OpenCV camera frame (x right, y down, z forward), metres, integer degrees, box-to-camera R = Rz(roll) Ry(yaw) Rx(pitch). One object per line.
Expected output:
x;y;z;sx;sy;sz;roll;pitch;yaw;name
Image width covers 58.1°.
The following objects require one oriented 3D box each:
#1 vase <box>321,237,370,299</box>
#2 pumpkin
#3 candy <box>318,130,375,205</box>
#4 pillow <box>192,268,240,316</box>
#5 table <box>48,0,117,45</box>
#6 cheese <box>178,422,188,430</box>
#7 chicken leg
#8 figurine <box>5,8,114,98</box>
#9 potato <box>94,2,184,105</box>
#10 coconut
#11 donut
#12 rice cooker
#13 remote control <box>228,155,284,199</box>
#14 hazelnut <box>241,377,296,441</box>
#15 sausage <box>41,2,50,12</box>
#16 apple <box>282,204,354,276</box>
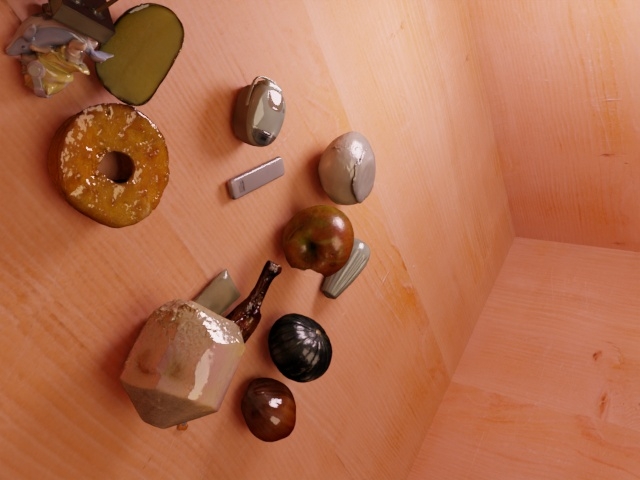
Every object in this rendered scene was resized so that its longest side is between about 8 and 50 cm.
0.093;0.113;2.224;0.248;0.128;0.128;-57;138;-17;vase
-0.080;0.372;1.989;0.250;0.216;0.250;54;23;-36;pumpkin
0.094;-0.262;2.091;0.295;0.185;0.296;8;90;-70;candy
-0.324;0.188;1.730;0.208;0.053;0.119;-52;137;-38;pillow
-0.491;-0.548;1.195;0.121;0.111;0.240;16;44;-53;table
-0.398;0.516;1.730;0.047;0.017;0.111;28;75;-49;cheese
-0.250;0.238;1.780;0.407;0.095;0.158;-54;160;-15;chicken leg
-0.552;-0.390;1.213;0.128;0.208;0.184;-105;-157;-65;figurine
-0.438;-0.440;1.394;0.160;0.111;0.272;26;72;-14;potato
-0.370;0.330;1.499;0.297;0.297;0.310;50;53;-46;coconut
-0.505;-0.180;1.365;0.302;0.110;0.303;-20;116;-50;donut
-0.186;-0.385;1.736;0.145;0.127;0.207;16;81;-54;rice cooker
-0.203;-0.202;1.836;0.261;0.029;0.067;-36;124;-47;remote control
-0.179;0.566;1.918;0.210;0.210;0.186;-28;149;-47;hazelnut
-0.581;-0.455;1.273;0.024;0.024;0.133;-42;129;-41;sausage
0.000;0.000;1.971;0.226;0.245;0.247;-34;125;-63;apple
